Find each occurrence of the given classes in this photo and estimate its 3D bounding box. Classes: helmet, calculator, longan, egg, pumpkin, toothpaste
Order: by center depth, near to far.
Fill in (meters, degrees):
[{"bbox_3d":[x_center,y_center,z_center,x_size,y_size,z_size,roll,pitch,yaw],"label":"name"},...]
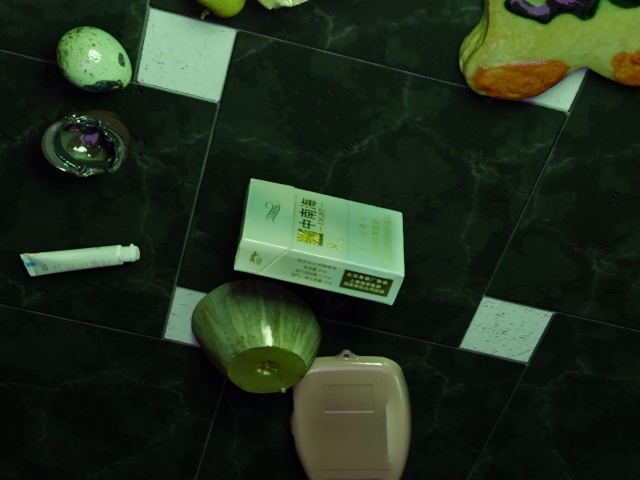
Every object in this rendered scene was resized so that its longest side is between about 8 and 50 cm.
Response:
[{"bbox_3d":[-0.136,-0.323,1.507,0.075,0.075,0.083,34,117,-21],"label":"longan"},{"bbox_3d":[-0.308,-0.244,1.570,0.085,0.085,0.110,-35,126,26],"label":"egg"},{"bbox_3d":[-0.331,-0.147,1.657,0.123,0.070,0.098,3,122,9],"label":"helmet"},{"bbox_3d":[-0.381,0.030,1.827,0.191,0.031,0.048,-6,131,12],"label":"toothpaste"},{"bbox_3d":[-0.106,0.177,1.875,0.218,0.110,0.217,1,125,1],"label":"pumpkin"},{"bbox_3d":[0.052,0.321,2.024,0.220,0.048,0.329,-1,125,6],"label":"calculator"}]

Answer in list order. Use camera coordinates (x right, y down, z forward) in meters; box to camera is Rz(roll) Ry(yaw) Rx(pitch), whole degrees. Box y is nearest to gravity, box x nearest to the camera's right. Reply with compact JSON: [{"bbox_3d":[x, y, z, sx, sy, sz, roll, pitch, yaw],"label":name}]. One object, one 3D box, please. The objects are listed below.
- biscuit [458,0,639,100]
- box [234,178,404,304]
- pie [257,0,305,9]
[{"bbox_3d":[0.308,-0.355,1.458,0.368,0.076,0.394,-6,128,7],"label":"biscuit"},{"bbox_3d":[0.000,0.000,1.704,0.243,0.155,0.067,12,127,-9],"label":"box"},{"bbox_3d":[-0.017,-0.396,1.452,0.218,0.052,0.185,-20,109,13],"label":"pie"}]
